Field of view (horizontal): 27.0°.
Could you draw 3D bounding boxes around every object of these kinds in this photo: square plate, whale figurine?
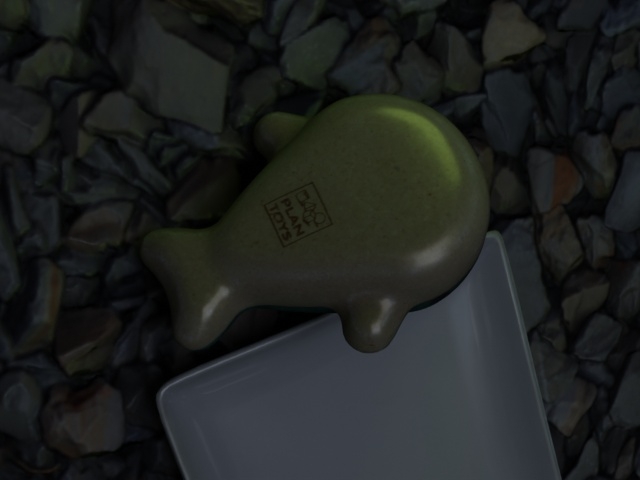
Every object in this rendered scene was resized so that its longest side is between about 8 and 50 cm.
[{"bbox_3d":[0.051,0.206,1.155,0.347,0.049,0.344,-24,108,-25],"label":"square plate"},{"bbox_3d":[0.000,0.000,1.058,0.272,0.141,0.216,-25,70,-6],"label":"whale figurine"}]
